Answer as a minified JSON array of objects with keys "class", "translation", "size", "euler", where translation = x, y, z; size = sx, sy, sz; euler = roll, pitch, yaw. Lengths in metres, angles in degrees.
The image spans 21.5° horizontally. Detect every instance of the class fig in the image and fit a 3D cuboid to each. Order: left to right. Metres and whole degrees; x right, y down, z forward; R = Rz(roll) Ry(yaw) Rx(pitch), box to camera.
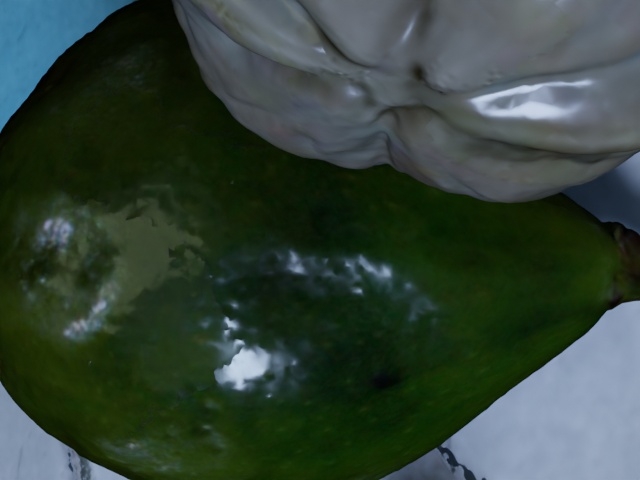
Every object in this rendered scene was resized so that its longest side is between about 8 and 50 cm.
[{"class":"fig","translation":[0.000,0.000,0.606],"size":[0.244,0.195,0.195],"euler":[-3,87,29]}]

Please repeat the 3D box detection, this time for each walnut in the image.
[{"class":"walnut","translation":[0.049,-0.121,0.489],"size":[0.224,0.224,0.224],"euler":[-1,89,45]}]
